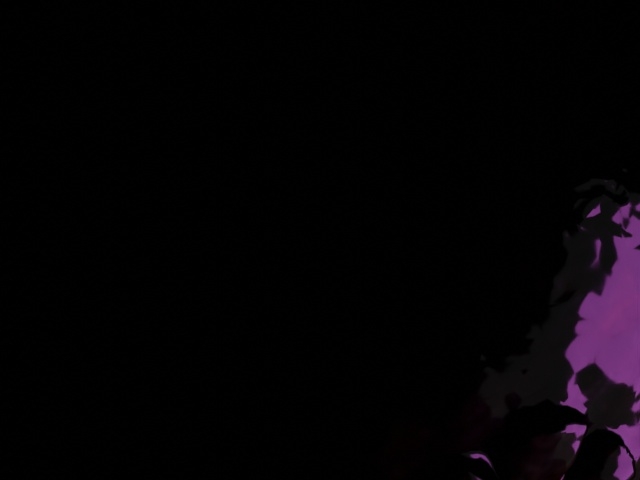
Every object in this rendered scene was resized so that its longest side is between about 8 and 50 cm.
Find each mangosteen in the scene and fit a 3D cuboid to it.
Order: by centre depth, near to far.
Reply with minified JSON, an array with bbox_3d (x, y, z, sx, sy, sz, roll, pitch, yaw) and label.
[{"bbox_3d":[-0.002,0.001,0.662,0.297,0.313,0.297,-36,159,-17],"label":"mangosteen"}]

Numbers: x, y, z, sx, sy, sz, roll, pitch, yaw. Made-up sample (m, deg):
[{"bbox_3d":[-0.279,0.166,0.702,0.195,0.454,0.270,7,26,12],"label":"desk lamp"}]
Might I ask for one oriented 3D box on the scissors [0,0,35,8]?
[{"bbox_3d":[-0.072,-0.114,0.471,0.247,0.017,0.144,-83,-164,-75],"label":"scissors"}]
